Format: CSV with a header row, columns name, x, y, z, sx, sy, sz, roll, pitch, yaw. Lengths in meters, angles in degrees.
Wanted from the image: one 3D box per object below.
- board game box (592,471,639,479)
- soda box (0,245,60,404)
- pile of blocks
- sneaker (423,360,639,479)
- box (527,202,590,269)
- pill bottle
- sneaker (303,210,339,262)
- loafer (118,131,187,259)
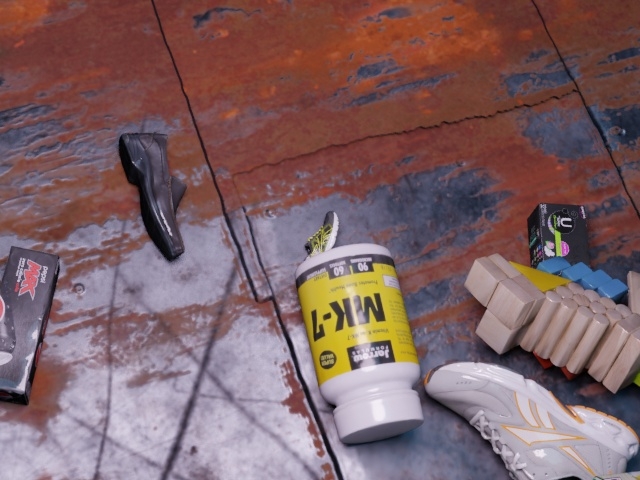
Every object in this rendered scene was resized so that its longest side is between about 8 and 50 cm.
name,x,y,z,sx,sy,sz,roll,pitch,yaw
board game box,0.451,0.366,1.378,0.213,0.046,0.317,0,34,-30
soda box,-0.340,0.095,1.457,0.060,0.053,0.169,11,66,-6
pile of blocks,0.339,0.114,1.555,0.362,0.112,0.149,21,36,0
sneaker,0.234,0.229,1.487,0.262,0.099,0.121,23,70,1
box,0.296,0.002,1.613,0.062,0.052,0.083,3,66,-9
pill bottle,0.047,0.119,1.483,0.119,0.119,0.208,-9,70,-14
sneaker,0.000,0.000,1.570,0.035,0.031,0.083,14,66,-4
loafer,-0.188,-0.059,1.545,0.061,0.062,0.170,-14,73,-21
